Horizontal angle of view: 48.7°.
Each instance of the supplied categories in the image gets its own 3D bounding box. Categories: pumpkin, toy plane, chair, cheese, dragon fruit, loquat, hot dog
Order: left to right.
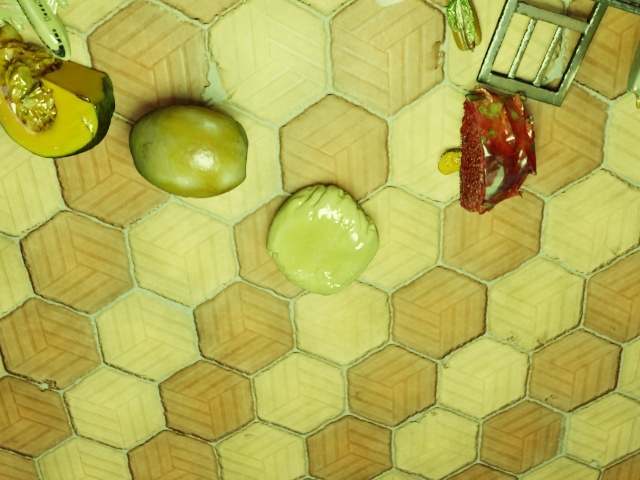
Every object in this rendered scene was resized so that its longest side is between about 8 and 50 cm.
[{"bbox_3d":[-0.496,-0.422,1.203,0.228,0.092,0.244,-25,117,7],"label":"toy plane"},{"bbox_3d":[-0.482,-0.283,1.250,0.189,0.139,0.281,-13,121,8],"label":"pumpkin"},{"bbox_3d":[-0.243,-0.166,1.309,0.227,0.179,0.179,10,117,0],"label":"loquat"},{"bbox_3d":[0.000,0.000,1.444,0.226,0.117,0.214,-40,107,21],"label":"cheese"},{"bbox_3d":[0.270,-0.162,1.421,0.083,0.028,0.050,-9,122,-9],"label":"pumpkin"},{"bbox_3d":[0.259,-0.403,1.287,0.056,0.041,0.133,-21,117,7],"label":"hot dog"},{"bbox_3d":[0.362,-0.163,1.358,0.161,0.126,0.274,-13,125,-11],"label":"dragon fruit"},{"bbox_3d":[0.424,-0.413,1.171,0.203,0.241,0.416,15,116,-4],"label":"chair"}]

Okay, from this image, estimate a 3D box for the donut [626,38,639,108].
[{"bbox_3d":[0.624,-0.387,1.139,0.142,0.382,0.383,20,117,13],"label":"donut"}]

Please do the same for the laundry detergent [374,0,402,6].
[{"bbox_3d":[0.084,-0.562,1.157,0.158,0.088,0.335,-13,120,32],"label":"laundry detergent"}]
